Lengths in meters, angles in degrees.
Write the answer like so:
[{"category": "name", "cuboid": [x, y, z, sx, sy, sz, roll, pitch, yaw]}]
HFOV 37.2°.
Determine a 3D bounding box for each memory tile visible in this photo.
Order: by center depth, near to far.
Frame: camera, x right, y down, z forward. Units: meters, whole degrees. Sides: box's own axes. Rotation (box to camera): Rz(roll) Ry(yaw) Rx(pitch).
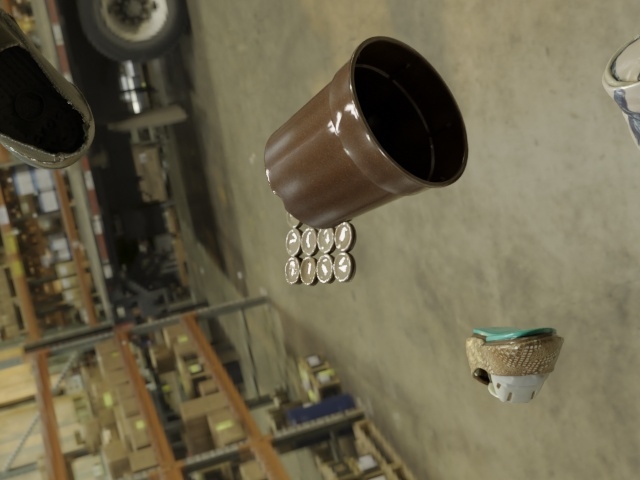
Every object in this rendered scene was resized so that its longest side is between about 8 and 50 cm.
[{"category": "memory tile", "cuboid": [0.000, 0.000, 1.182, 0.148, 0.012, 0.113, -6, 81, 55]}]

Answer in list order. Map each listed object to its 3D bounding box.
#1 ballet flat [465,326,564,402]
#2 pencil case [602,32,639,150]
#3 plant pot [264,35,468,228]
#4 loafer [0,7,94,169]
[{"category": "ballet flat", "cuboid": [0.174, 0.111, 0.848, 0.206, 0.073, 0.067, 56, -150, -84]}, {"category": "pencil case", "cuboid": [0.494, -0.081, 1.117, 0.410, 0.183, 0.160, 55, 153, -14]}, {"category": "plant pot", "cuboid": [0.038, -0.100, 0.992, 0.165, 0.167, 0.167, -29, 74, 41]}, {"category": "loafer", "cuboid": [-0.252, -0.141, 0.673, 0.251, 0.094, 0.087, 39, 170, -31]}]
